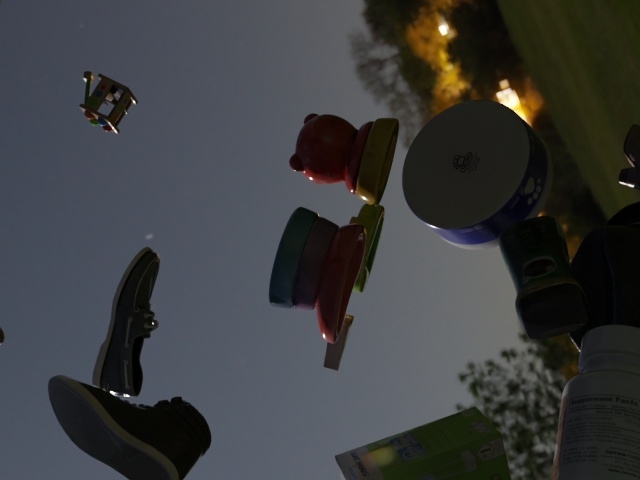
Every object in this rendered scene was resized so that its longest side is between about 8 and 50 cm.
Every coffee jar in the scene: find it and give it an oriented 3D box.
[{"bbox_3d":[0.312,0.053,1.414,0.184,0.096,0.079,-92,-21,-49],"label":"coffee jar"}]

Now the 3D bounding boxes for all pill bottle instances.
[{"bbox_3d":[0.350,0.224,1.198,0.131,0.131,0.229,55,-138,-46],"label":"pill bottle"}]

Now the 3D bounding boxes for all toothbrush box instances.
[{"bbox_3d":[0.194,0.453,1.814,0.122,0.283,0.206,-137,30,-70],"label":"toothbrush box"}]

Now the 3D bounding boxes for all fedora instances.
[{"bbox_3d":[0.499,0.092,1.653,0.152,0.334,0.334,6,-125,-30],"label":"fedora"}]

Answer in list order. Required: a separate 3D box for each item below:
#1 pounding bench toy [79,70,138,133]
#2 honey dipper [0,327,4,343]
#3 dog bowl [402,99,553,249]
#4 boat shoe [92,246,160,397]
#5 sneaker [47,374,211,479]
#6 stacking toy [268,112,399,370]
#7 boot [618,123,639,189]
[{"bbox_3d":[-0.323,-0.202,1.467,0.083,0.065,0.052,27,168,13],"label":"pounding bench toy"},{"bbox_3d":[-0.427,0.139,1.140,0.161,0.030,0.030,-36,-74,-52],"label":"honey dipper"},{"bbox_3d":[0.287,-0.123,1.863,0.104,0.265,0.265,33,-144,-49],"label":"dog bowl"},{"bbox_3d":[-0.374,0.172,2.068,0.116,0.099,0.319,-13,-57,-74],"label":"boat shoe"},{"bbox_3d":[-0.307,0.296,1.658,0.147,0.296,0.104,-29,-38,-51],"label":"sneaker"},{"bbox_3d":[0.000,0.000,1.363,0.279,0.130,0.309,93,-166,-54],"label":"stacking toy"},{"bbox_3d":[0.516,-0.129,1.571,0.042,0.087,0.118,29,-109,-41],"label":"boot"}]
